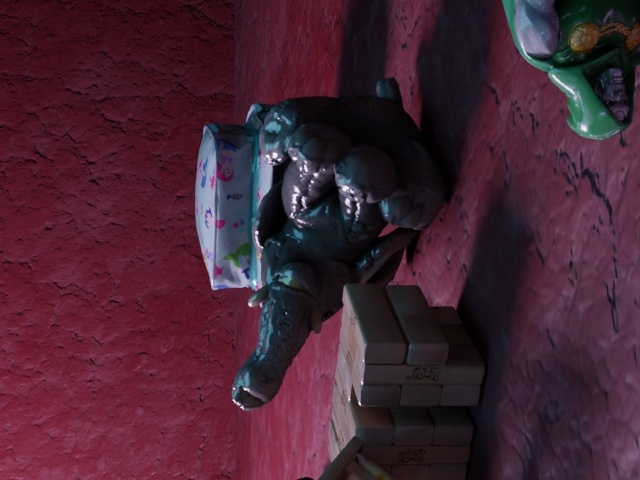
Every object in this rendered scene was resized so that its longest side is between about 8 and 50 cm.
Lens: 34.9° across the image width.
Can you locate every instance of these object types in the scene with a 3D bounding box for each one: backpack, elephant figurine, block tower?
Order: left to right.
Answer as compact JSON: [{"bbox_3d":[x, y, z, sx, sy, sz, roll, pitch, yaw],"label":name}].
[{"bbox_3d":[-0.051,-0.052,1.199,0.253,0.191,0.225,-100,14,-70],"label":"backpack"},{"bbox_3d":[0.000,0.000,0.889,0.169,0.186,0.239,52,135,40],"label":"elephant figurine"},{"bbox_3d":[0.051,0.205,0.794,0.097,0.091,0.335,-107,20,-63],"label":"block tower"}]

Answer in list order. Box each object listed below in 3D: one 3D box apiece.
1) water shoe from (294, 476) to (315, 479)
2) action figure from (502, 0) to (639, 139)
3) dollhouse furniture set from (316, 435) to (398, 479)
[{"bbox_3d":[-0.019,0.402,1.286,0.080,0.073,0.203,8,-92,-78],"label":"water shoe"},{"bbox_3d":[0.119,-0.161,0.460,0.063,0.137,0.232,-173,76,-68],"label":"action figure"},{"bbox_3d":[0.058,0.248,0.698,0.101,0.182,0.161,-45,-17,-32],"label":"dollhouse furniture set"}]
